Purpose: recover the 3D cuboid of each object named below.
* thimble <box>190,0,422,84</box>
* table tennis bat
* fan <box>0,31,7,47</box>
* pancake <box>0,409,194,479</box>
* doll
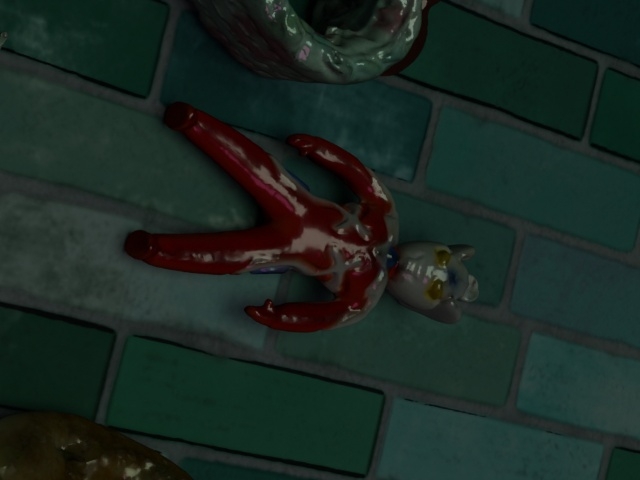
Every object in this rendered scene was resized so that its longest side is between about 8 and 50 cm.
[{"bbox_3d":[-0.019,-0.238,1.826,0.211,0.149,0.185,0,97,-38],"label":"thimble"},{"bbox_3d":[0.086,-0.227,1.991,0.154,0.019,0.098,-36,115,-26],"label":"table tennis bat"},{"bbox_3d":[-0.305,-0.127,1.707,0.085,0.005,0.133,45,69,-31],"label":"fan"},{"bbox_3d":[-0.192,0.310,1.688,0.387,0.082,0.387,26,42,-26],"label":"pancake"},{"bbox_3d":[0.000,0.000,1.909,0.384,0.099,0.188,18,84,-34],"label":"doll"}]
